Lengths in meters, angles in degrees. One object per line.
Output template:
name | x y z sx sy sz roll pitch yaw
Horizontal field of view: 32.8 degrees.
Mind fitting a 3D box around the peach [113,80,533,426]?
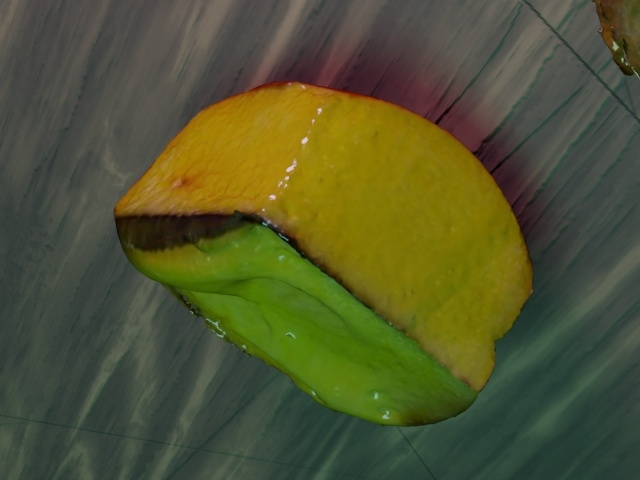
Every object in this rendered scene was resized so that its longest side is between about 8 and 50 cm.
peach | 0.000 0.000 1.090 0.380 0.242 0.306 32 152 -11

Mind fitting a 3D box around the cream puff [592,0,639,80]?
cream puff | 0.354 -0.224 0.761 0.350 0.228 0.350 33 152 21
